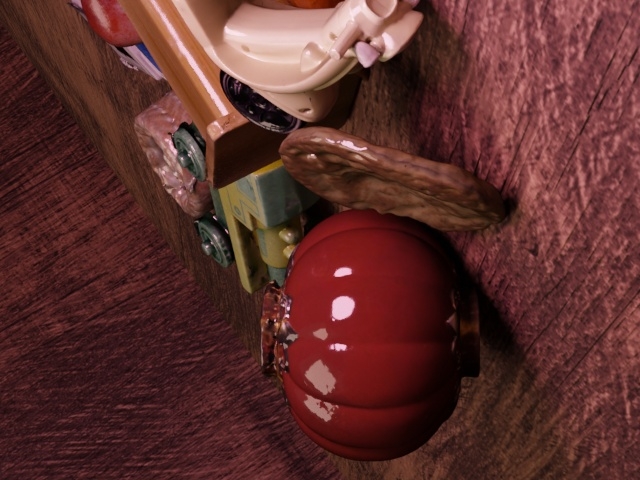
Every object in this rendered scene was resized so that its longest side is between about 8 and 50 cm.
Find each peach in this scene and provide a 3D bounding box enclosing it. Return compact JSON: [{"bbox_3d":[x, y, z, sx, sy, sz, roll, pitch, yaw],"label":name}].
[{"bbox_3d":[-0.275,-0.367,1.758,0.152,0.152,0.152,51,167,17],"label":"peach"}]

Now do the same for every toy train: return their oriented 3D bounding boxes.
[{"bbox_3d":[0.000,0.000,1.908,0.056,0.038,0.093,58,169,16],"label":"toy train"},{"bbox_3d":[-0.090,-0.051,1.807,0.237,0.150,0.369,41,155,35],"label":"toy train"}]

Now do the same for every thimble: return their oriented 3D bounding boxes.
[{"bbox_3d":[-0.207,-0.152,2.023,0.196,0.148,0.229,54,165,8],"label":"thimble"}]

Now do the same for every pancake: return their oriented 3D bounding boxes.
[{"bbox_3d":[0.074,-0.061,1.243,0.236,0.042,0.222,12,165,35],"label":"pancake"}]

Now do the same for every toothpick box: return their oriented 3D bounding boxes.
[{"bbox_3d":[-0.119,-0.248,1.415,0.308,0.190,0.187,58,168,11],"label":"toothpick box"}]

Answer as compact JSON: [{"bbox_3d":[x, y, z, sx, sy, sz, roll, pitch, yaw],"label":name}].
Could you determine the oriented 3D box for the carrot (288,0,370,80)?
[{"bbox_3d":[0.004,-0.241,1.228,0.205,0.072,0.072,56,168,-31],"label":"carrot"}]

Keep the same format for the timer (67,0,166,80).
[{"bbox_3d":[-0.320,-0.350,2.021,0.178,0.078,0.253,48,172,-32],"label":"timer"}]

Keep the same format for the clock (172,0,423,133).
[{"bbox_3d":[-0.062,-0.246,1.104,0.276,0.120,0.379,3,143,46],"label":"clock"}]

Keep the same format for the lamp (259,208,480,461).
[{"bbox_3d":[0.060,0.109,1.451,0.303,0.257,0.303,0,-90,-86],"label":"lamp"}]
